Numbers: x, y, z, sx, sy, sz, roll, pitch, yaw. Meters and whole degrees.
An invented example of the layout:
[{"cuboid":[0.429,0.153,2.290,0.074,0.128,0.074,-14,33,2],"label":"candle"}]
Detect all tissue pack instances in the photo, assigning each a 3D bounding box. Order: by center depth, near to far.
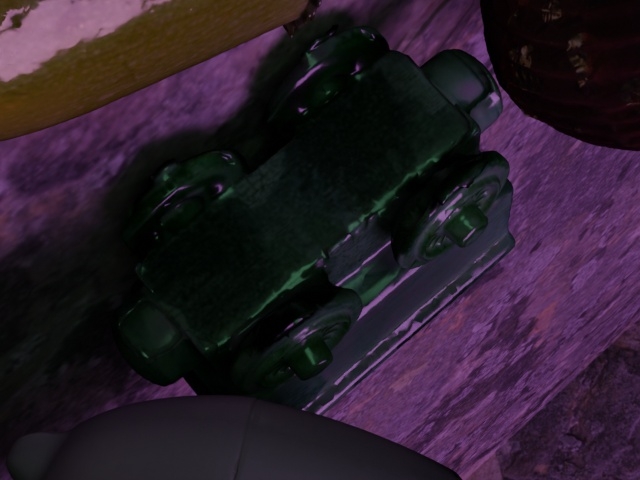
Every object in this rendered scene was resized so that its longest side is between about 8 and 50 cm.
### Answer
[{"cuboid":[-0.061,0.226,0.625,0.333,0.236,0.229,99,2,-61],"label":"tissue pack"}]

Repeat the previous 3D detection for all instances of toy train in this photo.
[{"cuboid":[0.000,0.000,0.675,0.266,0.145,0.202,-39,162,-9],"label":"toy train"}]

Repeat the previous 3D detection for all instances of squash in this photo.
[{"cuboid":[-0.098,-0.091,0.369,0.186,0.123,0.123,-31,156,-21],"label":"squash"}]

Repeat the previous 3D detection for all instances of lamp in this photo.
[{"cuboid":[0.200,-0.159,0.629,0.247,0.247,0.247,-36,158,-17],"label":"lamp"}]
